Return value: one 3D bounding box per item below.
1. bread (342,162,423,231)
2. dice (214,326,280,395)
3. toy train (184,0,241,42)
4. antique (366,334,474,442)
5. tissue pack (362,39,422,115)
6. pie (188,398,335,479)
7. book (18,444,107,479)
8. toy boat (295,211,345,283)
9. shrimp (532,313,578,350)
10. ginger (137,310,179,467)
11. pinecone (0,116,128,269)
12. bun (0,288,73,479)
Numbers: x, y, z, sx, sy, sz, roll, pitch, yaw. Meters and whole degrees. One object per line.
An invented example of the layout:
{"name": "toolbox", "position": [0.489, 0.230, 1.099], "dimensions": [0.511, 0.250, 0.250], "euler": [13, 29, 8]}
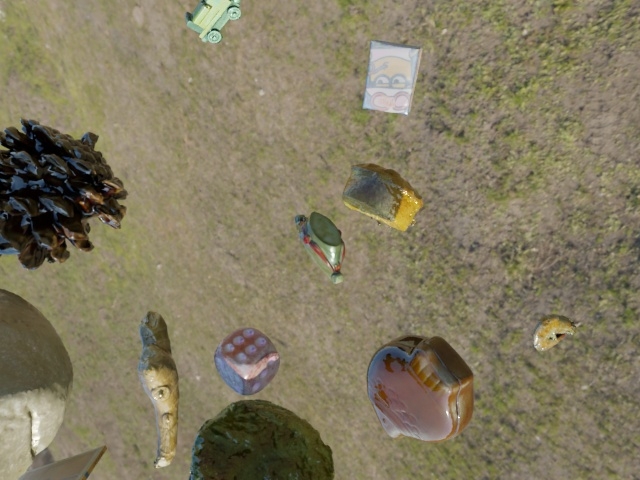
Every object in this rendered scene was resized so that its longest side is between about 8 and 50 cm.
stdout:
{"name": "bread", "position": [0.156, -0.125, 1.490], "dimensions": [0.228, 0.143, 0.139], "euler": [25, 177, 24]}
{"name": "dice", "position": [-0.138, 0.228, 1.045], "dimensions": [0.094, 0.093, 0.091], "euler": [27, 136, 32]}
{"name": "toy train", "position": [-0.211, -0.446, 1.094], "dimensions": [0.122, 0.081, 0.050], "euler": [-37, 56, 29]}
{"name": "antique", "position": [0.203, 0.298, 1.119], "dimensions": [0.223, 0.129, 0.278], "euler": [49, 141, 26]}
{"name": "tissue pack", "position": [0.165, -0.380, 1.293], "dimensions": [0.115, 0.065, 0.155], "euler": [13, 118, 11]}
{"name": "pie", "position": [-0.093, 0.396, 0.974], "dimensions": [0.277, 0.277, 0.079], "euler": [49, 130, 23]}
{"name": "book", "position": [-0.489, 0.444, 0.951], "dimensions": [0.242, 0.170, 0.018], "euler": [-94, -16, -81]}
{"name": "toy boat", "position": [0.001, 0.000, 1.135], "dimensions": [0.185, 0.089, 0.071], "euler": [57, 146, 30]}
{"name": "shrimp", "position": [0.617, 0.238, 1.456], "dimensions": [0.042, 0.190, 0.101], "euler": [27, 111, 52]}
{"name": "ginger", "position": [-0.347, 0.323, 1.209], "dimensions": [0.148, 0.081, 0.334], "euler": [-164, 66, -72]}
{"name": "pinecone", "position": [-0.457, -0.072, 0.940], "dimensions": [0.243, 0.243, 0.257], "euler": [41, 110, 34]}
{"name": "bun", "position": [-0.433, 0.181, 0.624], "dimensions": [0.282, 0.281, 0.205], "euler": [54, -173, 14]}
